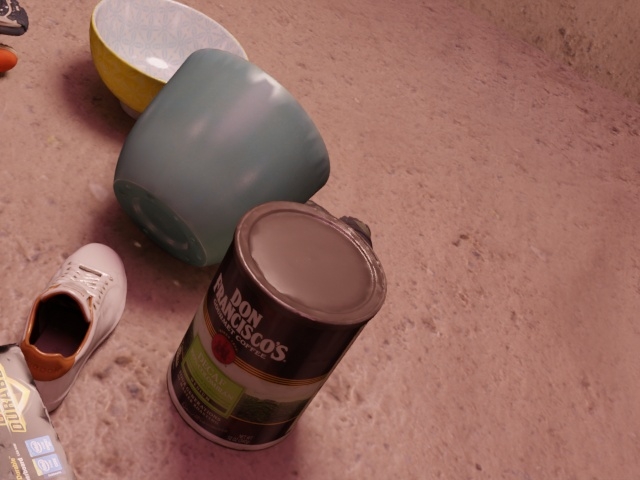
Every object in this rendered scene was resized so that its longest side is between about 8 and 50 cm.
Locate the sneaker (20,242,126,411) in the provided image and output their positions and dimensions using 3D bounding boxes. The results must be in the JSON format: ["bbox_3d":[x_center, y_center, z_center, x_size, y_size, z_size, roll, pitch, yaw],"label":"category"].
[{"bbox_3d":[-0.311,0.082,1.068,0.106,0.123,0.290,20,37,-11],"label":"sneaker"}]

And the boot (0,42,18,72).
[{"bbox_3d":[-0.572,-0.282,1.362,0.158,0.059,0.085,-18,65,-39],"label":"boot"}]

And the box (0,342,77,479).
[{"bbox_3d":[-0.281,0.284,0.691,0.079,0.322,0.257,-6,51,-40],"label":"box"}]

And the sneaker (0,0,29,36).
[{"bbox_3d":[-0.636,-0.375,1.365,0.283,0.122,0.110,10,33,-15],"label":"sneaker"}]

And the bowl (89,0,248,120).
[{"bbox_3d":[-0.290,-0.302,1.490,0.289,0.156,0.289,19,38,-16],"label":"bowl"}]

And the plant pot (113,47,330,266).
[{"bbox_3d":[-0.169,-0.103,1.248,0.293,0.293,0.235,36,65,7],"label":"plant pot"}]

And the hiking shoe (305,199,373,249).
[{"bbox_3d":[0.000,0.000,1.403,0.226,0.086,0.114,11,38,-26],"label":"hiking shoe"}]

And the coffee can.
[{"bbox_3d":[-0.063,0.116,1.071,0.201,0.275,0.201,18,39,-15],"label":"coffee can"}]
